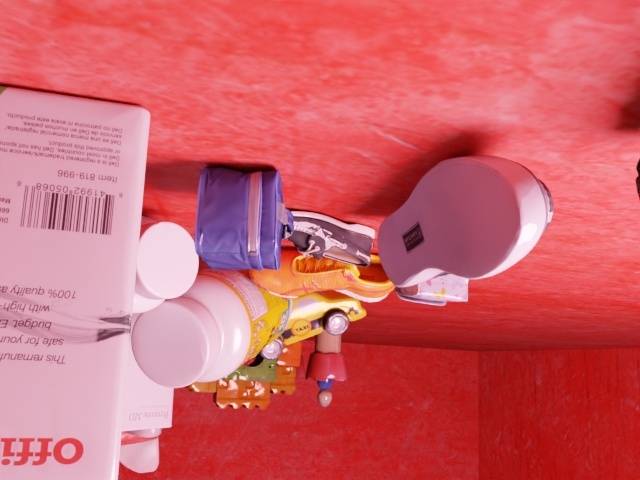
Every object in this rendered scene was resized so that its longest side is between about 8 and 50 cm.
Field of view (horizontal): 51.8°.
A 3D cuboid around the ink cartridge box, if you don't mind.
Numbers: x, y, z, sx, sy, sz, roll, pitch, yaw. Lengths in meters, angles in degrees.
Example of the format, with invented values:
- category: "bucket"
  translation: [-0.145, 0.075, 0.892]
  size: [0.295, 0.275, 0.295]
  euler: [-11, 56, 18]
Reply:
- category: "ink cartridge box"
  translation: [-0.181, 0.028, 0.359]
  size: [0.153, 0.208, 0.087]
  euler: [7, 168, -18]

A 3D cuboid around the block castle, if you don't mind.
- category: "block castle"
  translation: [-0.192, 0.228, 1.344]
  size: [0.453, 0.213, 0.303]
  euler: [9, 167, -25]

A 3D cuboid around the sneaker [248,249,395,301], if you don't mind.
- category: "sneaker"
  translation: [0.006, 0.029, 0.748]
  size: [0.175, 0.064, 0.067]
  euler: [2, 147, -14]

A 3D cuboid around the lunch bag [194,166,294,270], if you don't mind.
- category: "lunch bag"
  translation: [-0.053, -0.012, 0.489]
  size: [0.065, 0.067, 0.098]
  euler: [3, 170, 0]

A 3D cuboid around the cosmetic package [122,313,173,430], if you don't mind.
- category: "cosmetic package"
  translation: [-0.300, 0.124, 0.825]
  size: [0.138, 0.225, 0.224]
  euler: [-3, 168, 27]

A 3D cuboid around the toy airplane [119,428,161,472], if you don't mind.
- category: "toy airplane"
  translation: [-0.464, 0.352, 1.126]
  size: [0.384, 0.272, 0.386]
  euler: [14, 172, 24]

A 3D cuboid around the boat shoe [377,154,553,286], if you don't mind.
- category: "boat shoe"
  translation: [0.109, -0.008, 0.472]
  size: [0.076, 0.080, 0.228]
  euler: [-13, 169, -14]

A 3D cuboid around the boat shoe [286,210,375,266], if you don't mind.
- category: "boat shoe"
  translation: [0.000, 0.000, 0.612]
  size: [0.125, 0.038, 0.046]
  euler: [12, 165, -41]

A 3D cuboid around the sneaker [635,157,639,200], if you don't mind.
- category: "sneaker"
  translation: [0.199, -0.051, 0.245]
  size: [0.106, 0.101, 0.267]
  euler: [-20, 166, 10]

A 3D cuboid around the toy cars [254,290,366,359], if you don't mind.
- category: "toy cars"
  translation: [-0.132, 0.089, 0.945]
  size: [0.393, 0.087, 0.176]
  euler: [-2, -155, 28]

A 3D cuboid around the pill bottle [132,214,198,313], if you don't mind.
- category: "pill bottle"
  translation: [-0.198, 0.025, 0.636]
  size: [0.169, 0.094, 0.094]
  euler: [-7, 165, 40]

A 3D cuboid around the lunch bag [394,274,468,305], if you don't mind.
- category: "lunch bag"
  translation: [0.133, 0.051, 0.807]
  size: [0.071, 0.053, 0.083]
  euler: [8, 177, -18]

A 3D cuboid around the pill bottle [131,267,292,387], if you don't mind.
- category: "pill bottle"
  translation: [-0.117, 0.089, 0.741]
  size: [0.117, 0.118, 0.208]
  euler: [-1, -173, 17]
